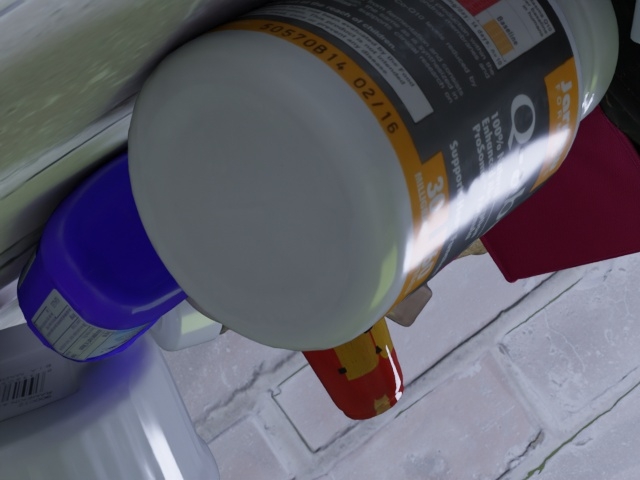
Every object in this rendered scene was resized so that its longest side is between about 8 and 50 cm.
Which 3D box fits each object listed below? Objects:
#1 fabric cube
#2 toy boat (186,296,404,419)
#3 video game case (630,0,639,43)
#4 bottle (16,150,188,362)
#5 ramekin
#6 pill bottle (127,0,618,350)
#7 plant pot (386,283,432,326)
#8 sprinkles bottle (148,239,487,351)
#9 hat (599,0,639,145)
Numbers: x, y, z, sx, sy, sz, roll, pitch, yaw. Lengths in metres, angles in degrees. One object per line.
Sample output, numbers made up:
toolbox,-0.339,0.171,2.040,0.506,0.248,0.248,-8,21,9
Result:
fabric cube,0.250,-0.144,1.157,0.254,0.259,0.258,-37,-173,-27
toy boat,0.007,-0.015,0.915,0.267,0.148,0.318,-22,-157,9
video game case,0.244,-0.230,0.791,0.201,0.023,0.183,-35,136,-47
bottle,-0.144,0.024,0.886,0.118,0.092,0.283,-42,-178,-24
ramekin,-0.228,0.168,1.030,0.277,0.135,0.277,-13,-160,5
pill bottle,0.043,-0.070,0.705,0.278,0.162,0.162,-35,179,-45
plant pot,0.071,-0.059,1.624,0.229,0.263,0.263,-54,178,4
sprinkles bottle,0.000,0.000,1.252,0.355,0.121,0.121,-16,171,-23
hat,0.280,-0.126,0.950,0.331,0.331,0.134,-36,170,-35
